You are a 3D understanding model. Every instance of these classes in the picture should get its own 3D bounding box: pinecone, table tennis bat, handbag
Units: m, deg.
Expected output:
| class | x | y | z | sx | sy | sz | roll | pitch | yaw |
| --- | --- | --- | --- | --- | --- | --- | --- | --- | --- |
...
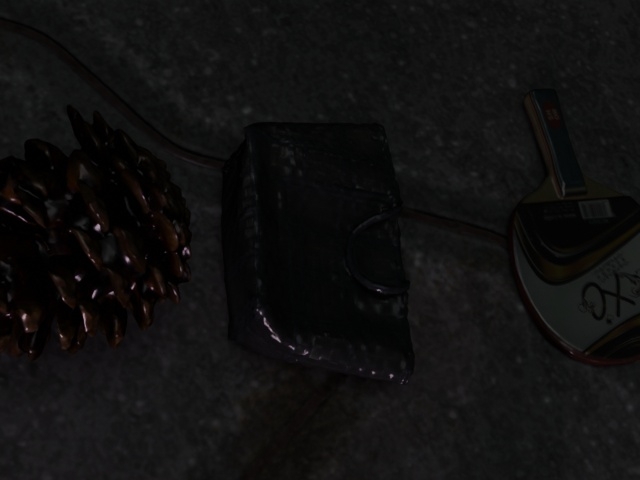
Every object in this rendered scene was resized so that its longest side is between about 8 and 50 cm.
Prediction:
| class | x | y | z | sx | sy | sz | roll | pitch | yaw |
| --- | --- | --- | --- | --- | --- | --- | --- | --- | --- |
| pinecone | -0.207 | 0.000 | 0.889 | 0.205 | 0.179 | 0.184 | -23 | 50 | -6 |
| table tennis bat | 0.262 | -0.018 | 1.103 | 0.174 | 0.022 | 0.301 | -4 | 68 | -17 |
| handbag | 0.000 | 0.000 | 0.996 | 0.175 | 0.088 | 0.270 | 6 | 64 | -20 |
